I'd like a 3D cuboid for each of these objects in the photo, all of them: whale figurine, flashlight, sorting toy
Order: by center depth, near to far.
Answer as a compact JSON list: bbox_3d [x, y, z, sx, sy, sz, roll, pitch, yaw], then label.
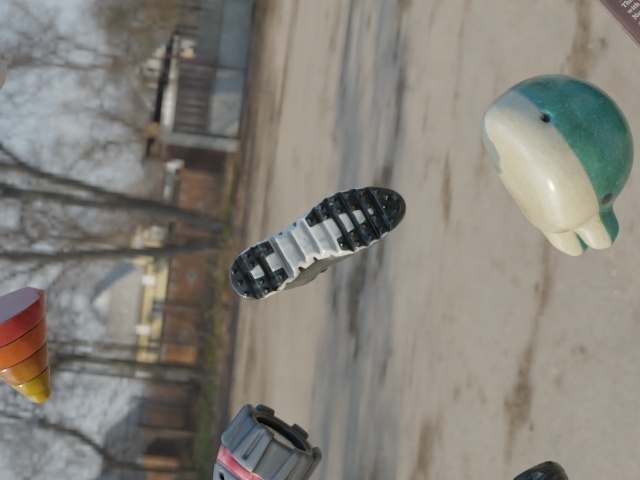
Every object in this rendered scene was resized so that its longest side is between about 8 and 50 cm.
[{"bbox_3d":[-0.120,0.320,1.305,0.304,0.103,0.103,-56,40,5],"label":"flashlight"},{"bbox_3d":[-0.428,0.195,1.352,0.127,0.365,0.126,0,121,51],"label":"sorting toy"},{"bbox_3d":[0.285,-0.085,1.420,0.216,0.141,0.272,54,178,29],"label":"whale figurine"}]

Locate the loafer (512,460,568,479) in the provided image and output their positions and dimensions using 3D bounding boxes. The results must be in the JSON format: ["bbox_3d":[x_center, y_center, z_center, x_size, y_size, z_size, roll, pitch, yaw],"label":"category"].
[{"bbox_3d":[0.076,0.188,0.646,0.170,0.062,0.061,-47,65,25],"label":"loafer"}]

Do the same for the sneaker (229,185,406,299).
[{"bbox_3d":[0.000,0.000,1.544,0.078,0.234,0.106,62,-174,6],"label":"sneaker"}]

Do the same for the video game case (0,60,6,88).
[{"bbox_3d":[-0.519,-0.135,1.254,0.329,0.300,0.036,-75,4,-51],"label":"video game case"}]

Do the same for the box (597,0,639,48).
[{"bbox_3d":[0.401,-0.273,1.331,0.168,0.203,0.167,-42,-16,16],"label":"box"}]
